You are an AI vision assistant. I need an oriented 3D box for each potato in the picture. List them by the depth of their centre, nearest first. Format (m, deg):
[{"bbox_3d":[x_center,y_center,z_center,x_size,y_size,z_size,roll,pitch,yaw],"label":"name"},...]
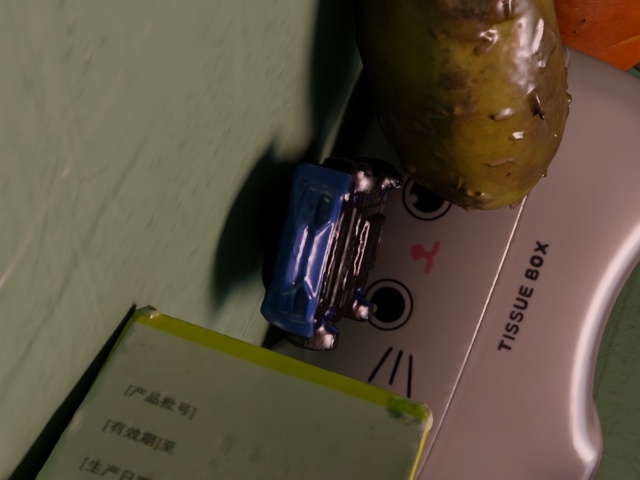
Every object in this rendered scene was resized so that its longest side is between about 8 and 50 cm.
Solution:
[{"bbox_3d":[0.074,-0.114,0.728,0.251,0.113,0.149,64,8,-54],"label":"potato"}]

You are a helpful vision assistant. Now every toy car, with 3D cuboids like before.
[{"bbox_3d":[0.000,0.000,0.746,0.216,0.063,0.103,-15,119,-79],"label":"toy car"}]

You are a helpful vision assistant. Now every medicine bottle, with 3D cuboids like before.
[{"bbox_3d":[-0.053,0.172,0.564,0.141,0.137,0.250,-67,172,-49],"label":"medicine bottle"}]

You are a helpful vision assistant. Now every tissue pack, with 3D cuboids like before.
[{"bbox_3d":[0.107,0.020,0.945,0.229,0.236,0.333,-135,-115,-87],"label":"tissue pack"}]

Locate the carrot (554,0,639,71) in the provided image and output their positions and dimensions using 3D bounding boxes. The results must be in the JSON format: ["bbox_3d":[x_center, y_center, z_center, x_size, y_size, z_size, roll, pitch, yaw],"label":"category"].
[{"bbox_3d":[0.199,-0.229,1.022,0.214,0.193,0.331,-42,164,-14],"label":"carrot"}]
